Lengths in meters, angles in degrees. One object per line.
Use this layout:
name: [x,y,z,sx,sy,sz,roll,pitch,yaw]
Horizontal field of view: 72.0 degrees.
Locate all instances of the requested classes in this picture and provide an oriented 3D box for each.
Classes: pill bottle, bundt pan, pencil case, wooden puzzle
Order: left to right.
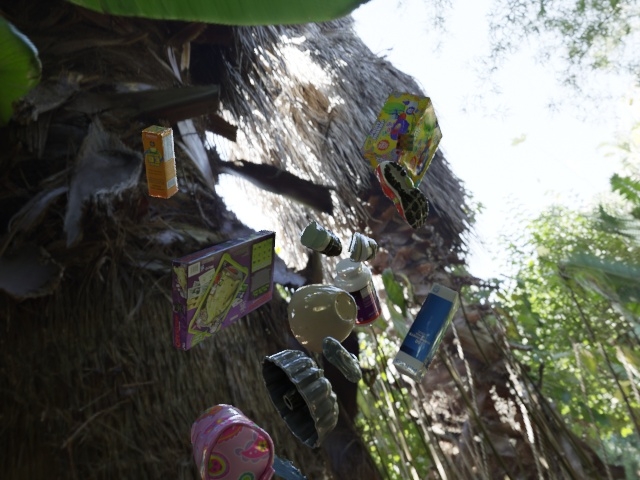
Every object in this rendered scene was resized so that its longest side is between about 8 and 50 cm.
pencil case: [-0.168,0.376,0.809,0.124,0.124,0.284,-1,-13,-22]
bundt pan: [-0.059,0.504,1.459,0.124,0.331,0.330,-25,-35,-29]
pill bottle: [0.173,0.242,2.095,0.182,0.181,0.322,-21,-61,-1]
wooden puzzle: [0.247,-0.287,1.287,0.049,0.083,0.006,7,-8,-3]

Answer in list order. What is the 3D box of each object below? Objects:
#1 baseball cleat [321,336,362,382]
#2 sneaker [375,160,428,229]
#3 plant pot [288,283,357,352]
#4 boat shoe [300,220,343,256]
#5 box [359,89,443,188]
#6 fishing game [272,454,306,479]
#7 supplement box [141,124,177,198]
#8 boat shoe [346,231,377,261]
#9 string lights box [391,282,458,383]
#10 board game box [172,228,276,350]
baseball cleat: [0.073,0.414,1.574,0.072,0.109,0.205,-33,-79,11]
sneaker: [0.291,-0.167,1.593,0.107,0.118,0.279,-35,-74,-13]
plant pot: [0.037,0.293,1.790,0.284,0.284,0.191,19,-35,-37]
boat shoe: [0.000,0.000,1.306,0.069,0.228,0.081,30,-87,-21]
box: [0.337,-0.396,1.798,0.289,0.177,0.279,-63,-32,-7]
fishing game: [-0.127,0.745,1.466,0.264,0.041,0.189,30,-40,6]
supplement box: [-0.546,-0.265,1.501,0.078,0.080,0.233,10,-62,10]
boat shoe: [0.170,0.028,1.725,0.103,0.302,0.113,14,-81,-2]
string lights box: [0.304,0.265,1.253,0.259,0.077,0.133,-58,-28,-15]
board game box: [-0.224,0.104,1.091,0.347,0.056,0.208,-25,-60,-60]
